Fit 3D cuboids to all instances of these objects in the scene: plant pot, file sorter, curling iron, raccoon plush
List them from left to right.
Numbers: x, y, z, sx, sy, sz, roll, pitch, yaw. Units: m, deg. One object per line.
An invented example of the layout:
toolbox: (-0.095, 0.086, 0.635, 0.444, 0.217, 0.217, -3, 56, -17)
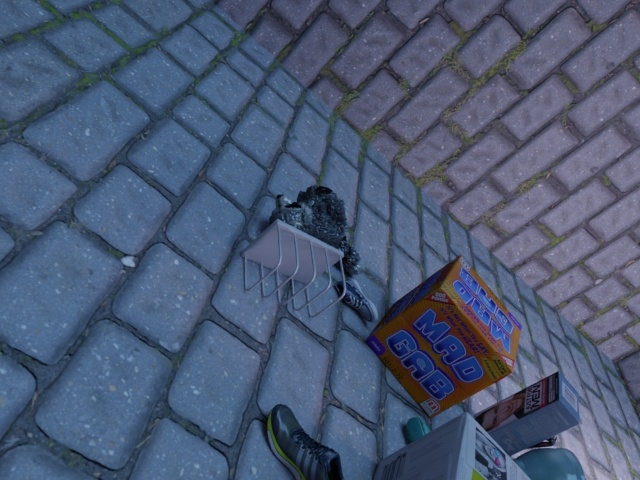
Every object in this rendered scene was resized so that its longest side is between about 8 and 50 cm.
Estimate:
file sorter: (-0.082, 0.099, 1.706, 0.278, 0.193, 0.173, 27, 38, -33)
raccoon plush: (0.000, 0.000, 1.938, 0.446, 0.216, 0.299, 44, 37, -8)
curling iron: (0.738, 0.728, 1.962, 0.035, 0.274, 0.068, 42, 46, -8)
plant pot: (0.734, 0.843, 1.840, 0.196, 0.293, 0.293, 10, 37, -3)

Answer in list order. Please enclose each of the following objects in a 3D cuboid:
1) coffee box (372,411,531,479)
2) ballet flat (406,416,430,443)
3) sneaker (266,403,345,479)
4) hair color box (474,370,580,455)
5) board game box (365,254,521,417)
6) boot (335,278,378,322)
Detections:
coffee box: (0.332, 0.720, 1.356, 0.334, 0.337, 0.338, 46, 29, -2)
ballet flat: (0.326, 0.670, 1.678, 0.087, 0.083, 0.247, 43, 28, -38)
sneaker: (-0.019, 0.529, 1.338, 0.300, 0.121, 0.111, 54, 29, 12)
hair color box: (0.726, 0.636, 1.942, 0.113, 0.374, 0.185, 49, 29, 1)
board game box: (0.453, 0.336, 1.962, 0.356, 0.356, 0.356, 50, 29, 3)
boot: (0.126, 0.224, 1.970, 0.086, 0.069, 0.190, -4, 49, -47)
